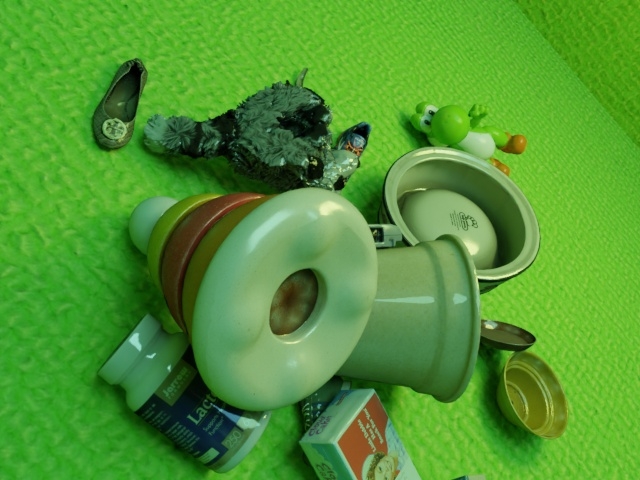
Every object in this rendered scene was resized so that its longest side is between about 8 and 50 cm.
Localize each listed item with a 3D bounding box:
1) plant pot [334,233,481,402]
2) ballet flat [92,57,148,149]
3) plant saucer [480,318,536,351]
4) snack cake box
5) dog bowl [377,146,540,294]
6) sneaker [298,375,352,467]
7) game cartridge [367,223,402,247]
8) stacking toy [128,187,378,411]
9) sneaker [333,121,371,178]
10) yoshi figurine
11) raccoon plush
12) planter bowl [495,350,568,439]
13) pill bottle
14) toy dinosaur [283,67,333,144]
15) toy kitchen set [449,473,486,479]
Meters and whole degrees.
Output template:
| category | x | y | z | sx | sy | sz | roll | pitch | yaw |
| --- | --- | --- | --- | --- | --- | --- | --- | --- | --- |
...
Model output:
| category | x | y | z | sx | sy | sz | roll | pitch | yaw |
| --- | --- | --- | --- | --- | --- | --- | --- | --- | --- |
| plant pot | 0.103 | 0.145 | 1.284 | 0.305 | 0.334 | 0.334 | 3 | 58 | -11 |
| ballet flat | -0.405 | -0.291 | 1.355 | 0.084 | 0.058 | 0.250 | 25 | 50 | -22 |
| plant saucer | 0.450 | 0.239 | 1.638 | 0.168 | 0.168 | 0.029 | 0 | 105 | -38 |
| snack cake box | 0.086 | 0.423 | 1.200 | 0.152 | 0.089 | 0.265 | -40 | 108 | -45 |
| dog bowl | 0.323 | -0.034 | 1.629 | 0.407 | 0.150 | 0.408 | 10 | 51 | -12 |
| sneaker | -0.012 | 0.332 | 1.261 | 0.086 | 0.064 | 0.192 | 29 | 51 | -1 |
| game cartridge | 0.000 | 0.000 | 1.383 | 0.297 | 0.198 | 0.062 | -2 | 90 | -40 |
| stacking toy | -0.173 | 0.037 | 1.116 | 0.350 | 0.479 | 0.351 | -20 | 120 | -39 |
| sneaker | 0.072 | -0.232 | 1.670 | 0.083 | 0.087 | 0.221 | 33 | 47 | -15 |
| yoshi figurine | 0.438 | -0.296 | 1.931 | 0.362 | 0.203 | 0.204 | 21 | 58 | -23 |
| raccoon plush | -0.135 | -0.193 | 1.473 | 0.445 | 0.299 | 0.216 | 11 | 67 | 6 |
| planter bowl | 0.493 | 0.383 | 1.595 | 0.217 | 0.090 | 0.217 | 19 | 53 | -28 |
| pill bottle | -0.221 | 0.247 | 1.082 | 0.264 | 0.153 | 0.153 | 39 | 45 | -10 |
| toy dinosaur | -0.048 | -0.345 | 1.674 | 0.118 | 0.064 | 0.268 | 7 | 56 | -42 |
| toy kitchen set | 0.243 | 0.562 | 1.228 | 0.122 | 0.166 | 0.207 | 8 | 58 | -35 |
